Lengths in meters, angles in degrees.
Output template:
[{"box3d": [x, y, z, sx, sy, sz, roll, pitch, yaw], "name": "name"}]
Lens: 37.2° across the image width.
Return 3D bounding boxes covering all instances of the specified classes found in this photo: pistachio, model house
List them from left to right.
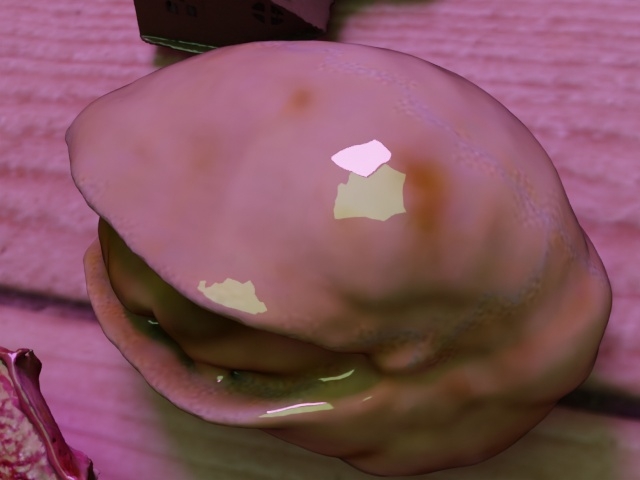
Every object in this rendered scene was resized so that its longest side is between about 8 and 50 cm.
[{"box3d": [0.000, 0.000, 0.528, 0.321, 0.229, 0.238, 20, 31, 27], "name": "pistachio"}, {"box3d": [0.001, -0.235, 0.676, 0.248, 0.176, 0.181, 10, 68, 1], "name": "model house"}]

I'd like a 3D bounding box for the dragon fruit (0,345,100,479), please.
[{"box3d": [-0.201, 0.196, 0.553, 0.161, 0.126, 0.274, 28, 86, 13], "name": "dragon fruit"}]
